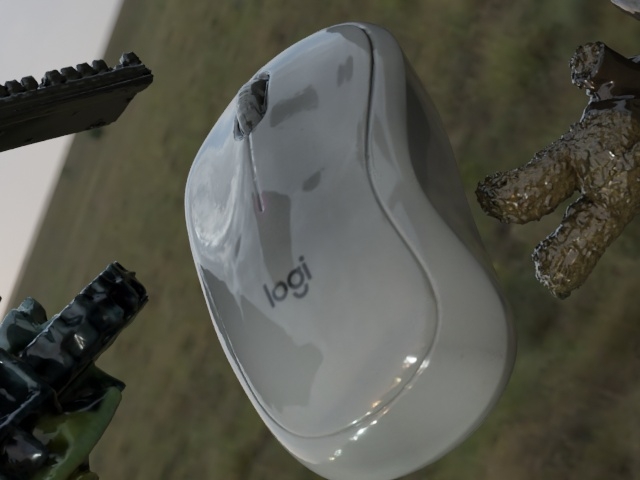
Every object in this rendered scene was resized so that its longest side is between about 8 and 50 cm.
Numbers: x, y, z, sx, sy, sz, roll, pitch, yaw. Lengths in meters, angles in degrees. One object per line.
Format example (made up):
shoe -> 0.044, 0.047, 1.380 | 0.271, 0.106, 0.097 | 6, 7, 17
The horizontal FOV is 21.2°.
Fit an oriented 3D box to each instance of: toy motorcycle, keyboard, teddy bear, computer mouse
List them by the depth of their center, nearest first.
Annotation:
keyboard -> -0.202, -0.058, 0.929 | 0.072, 0.231, 0.023 | -40, 73, 55
toy motorcycle -> -0.235, 0.152, 0.978 | 0.237, 0.169, 0.410 | -55, -5, 26
teddy bear -> 0.173, -0.051, 0.984 | 0.160, 0.119, 0.078 | -46, 14, -19
computer mouse -> 0.000, 0.000, 1.012 | 0.184, 0.121, 0.297 | -35, 59, 30

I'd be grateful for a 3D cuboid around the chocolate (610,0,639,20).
chocolate -> 0.271, -0.211, 1.194 | 0.167, 0.072, 0.072 | -44, 24, 37
